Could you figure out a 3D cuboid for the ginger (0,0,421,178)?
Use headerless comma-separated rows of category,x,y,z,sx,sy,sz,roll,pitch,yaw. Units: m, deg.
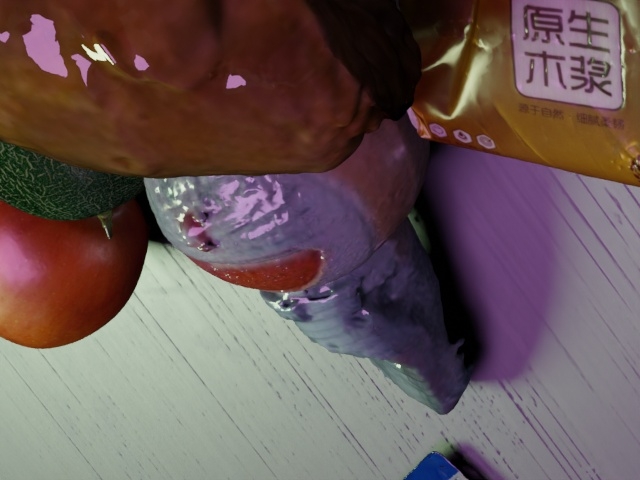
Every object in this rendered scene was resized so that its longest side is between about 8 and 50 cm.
ginger,-0.103,-0.126,0.869,0.223,0.200,0.269,-31,80,19

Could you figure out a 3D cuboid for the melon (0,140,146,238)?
melon,-0.184,-0.132,1.086,0.182,0.182,0.287,3,120,39

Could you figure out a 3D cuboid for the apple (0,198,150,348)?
apple,-0.205,-0.004,1.226,0.163,0.163,0.139,45,127,2

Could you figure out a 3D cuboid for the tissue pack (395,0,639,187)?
tissue pack,0.149,-0.124,0.883,0.226,0.092,0.183,14,129,30

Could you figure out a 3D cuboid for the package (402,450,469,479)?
package,0.112,0.252,1.259,0.173,0.027,0.171,40,139,2

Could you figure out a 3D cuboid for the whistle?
whistle,0.000,0.000,1.059,0.189,0.189,0.348,4,134,38
